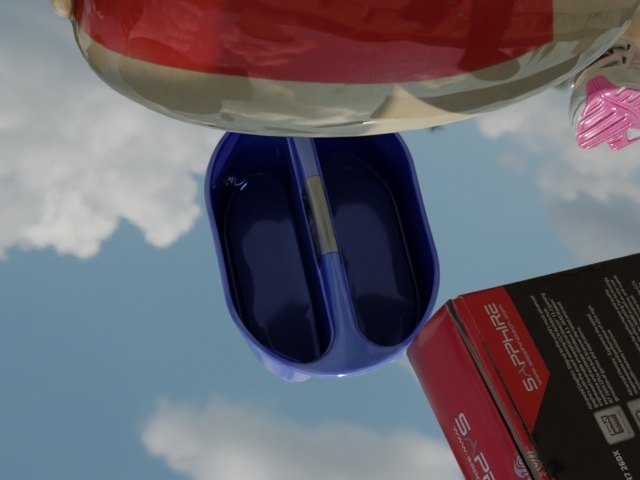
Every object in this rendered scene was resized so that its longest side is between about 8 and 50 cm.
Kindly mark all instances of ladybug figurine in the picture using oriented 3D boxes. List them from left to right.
[{"bbox_3d":[0.022,-0.221,1.063,0.449,0.162,0.305,-10,-129,-4],"label":"ladybug figurine"}]

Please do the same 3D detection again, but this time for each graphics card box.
[{"bbox_3d":[0.265,0.118,0.994,0.371,0.094,0.232,-13,-114,-30],"label":"graphics card box"}]

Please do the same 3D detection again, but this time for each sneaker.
[{"bbox_3d":[0.321,-0.169,1.624,0.111,0.103,0.252,66,-163,9],"label":"sneaker"}]

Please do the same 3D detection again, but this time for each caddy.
[{"bbox_3d":[0.000,0.000,1.650,0.241,0.341,0.179,-12,160,-5],"label":"caddy"}]
